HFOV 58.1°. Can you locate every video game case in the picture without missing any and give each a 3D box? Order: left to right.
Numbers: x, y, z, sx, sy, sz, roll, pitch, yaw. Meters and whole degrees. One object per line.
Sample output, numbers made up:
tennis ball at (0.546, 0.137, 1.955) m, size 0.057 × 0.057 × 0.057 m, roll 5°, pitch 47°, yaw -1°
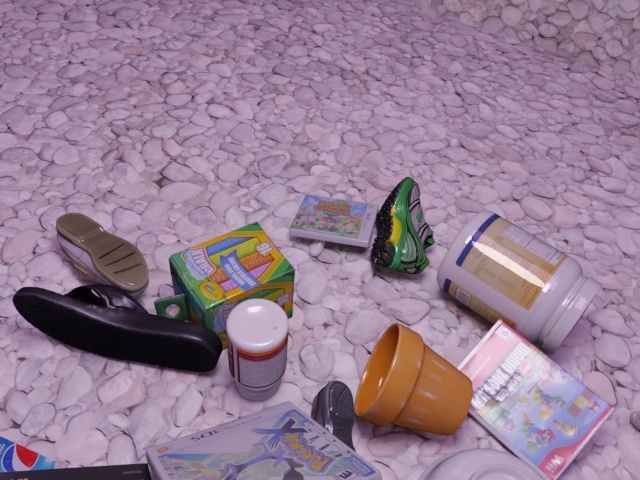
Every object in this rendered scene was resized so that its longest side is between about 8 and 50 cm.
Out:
video game case at (-0.110, 0.386, 0.982) m, size 0.299 × 0.036 × 0.329 m, roll -11°, pitch 12°, yaw -29°
video game case at (0.040, -0.058, 1.558) m, size 0.212 × 0.023 × 0.193 m, roll 9°, pitch 35°, yaw 9°
video game case at (0.428, 0.331, 1.214) m, size 0.204 × 0.025 × 0.285 m, roll -46°, pitch 63°, yaw -7°

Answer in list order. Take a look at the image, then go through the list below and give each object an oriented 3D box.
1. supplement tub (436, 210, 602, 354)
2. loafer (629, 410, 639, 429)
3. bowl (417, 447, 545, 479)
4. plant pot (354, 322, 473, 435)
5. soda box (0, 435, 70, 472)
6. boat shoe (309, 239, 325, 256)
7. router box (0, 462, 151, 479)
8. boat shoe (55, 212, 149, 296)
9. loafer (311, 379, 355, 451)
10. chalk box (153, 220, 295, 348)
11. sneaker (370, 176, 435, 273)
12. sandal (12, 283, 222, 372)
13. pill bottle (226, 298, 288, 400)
supplement tub at (0.462, 0.097, 1.357) m, size 0.316 × 0.228 × 0.228 m, roll 35°, pitch 53°, yaw 24°
loafer at (0.727, 0.405, 1.237) m, size 0.125 × 0.039 × 0.045 m, roll 21°, pitch 81°, yaw 17°
bowl at (0.316, 0.496, 1.035) m, size 0.297 × 0.134 × 0.298 m, roll 3°, pitch 46°, yaw -3°
plant pot at (0.197, 0.300, 1.175) m, size 0.188 × 0.205 × 0.205 m, roll 26°, pitch 48°, yaw -3°
soda box at (-0.543, 0.422, 1.048) m, size 0.210 × 0.071 × 0.067 m, roll 18°, pitch 48°, yaw 11°
boat shoe at (0.000, 0.000, 1.527) m, size 0.035 × 0.035 × 0.100 m, roll 24°, pitch 48°, yaw 16°
router box at (-0.396, 0.483, 0.893) m, size 0.308 × 0.081 × 0.243 m, roll 17°, pitch 34°, yaw -44°
boat shoe at (-0.517, 0.049, 1.378) m, size 0.302 × 0.103 × 0.113 m, roll 36°, pitch 40°, yaw 25°
loafer at (0.015, 0.412, 1.131) m, size 0.096 × 0.084 × 0.268 m, roll 29°, pitch 45°, yaw -24°
chalk box at (-0.224, 0.118, 1.296) m, size 0.289 × 0.180 × 0.179 m, roll -25°, pitch 54°, yaw -25°
sneaker at (0.230, -0.036, 1.546) m, size 0.146 × 0.134 × 0.344 m, roll 25°, pitch 45°, yaw -10°
sandal at (-0.424, 0.176, 1.237) m, size 0.445 × 0.168 × 0.107 m, roll 15°, pitch 45°, yaw -1°
pill bottle at (-0.128, 0.229, 1.172) m, size 0.121 × 0.221 × 0.121 m, roll 3°, pitch 47°, yaw -3°
